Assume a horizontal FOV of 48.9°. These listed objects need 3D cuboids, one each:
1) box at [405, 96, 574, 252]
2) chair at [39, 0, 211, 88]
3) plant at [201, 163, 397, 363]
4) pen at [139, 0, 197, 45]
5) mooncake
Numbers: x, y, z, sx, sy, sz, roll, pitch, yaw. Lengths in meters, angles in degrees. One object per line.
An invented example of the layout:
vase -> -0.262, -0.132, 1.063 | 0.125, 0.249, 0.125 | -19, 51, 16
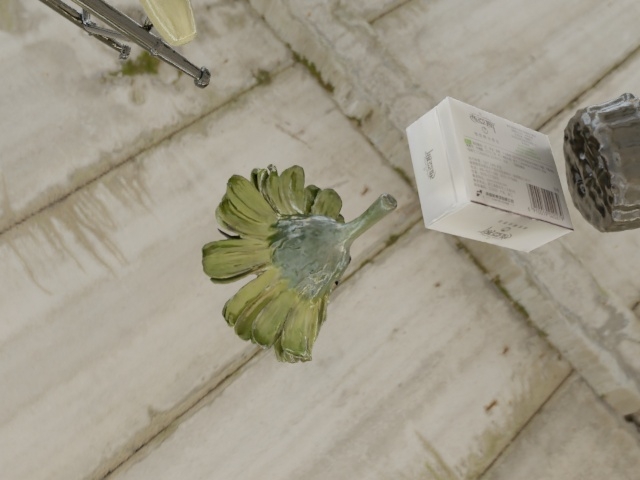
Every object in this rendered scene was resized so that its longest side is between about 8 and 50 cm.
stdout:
box -> 0.284, -0.103, 1.176 | 0.261, 0.111, 0.194 | 11, -120, -32
chair -> -0.341, -0.478, 0.970 | 0.410, 0.362, 0.364 | 17, -82, -38
plant -> -0.005, 0.015, 1.071 | 0.297, 0.261, 0.305 | -23, -105, 11
pen -> -0.123, -0.212, 0.365 | 0.233, 0.032, 0.040 | 65, -159, -13
mooncake -> 0.491, -0.123, 1.175 | 0.124, 0.228, 0.228 | -17, -109, 2
